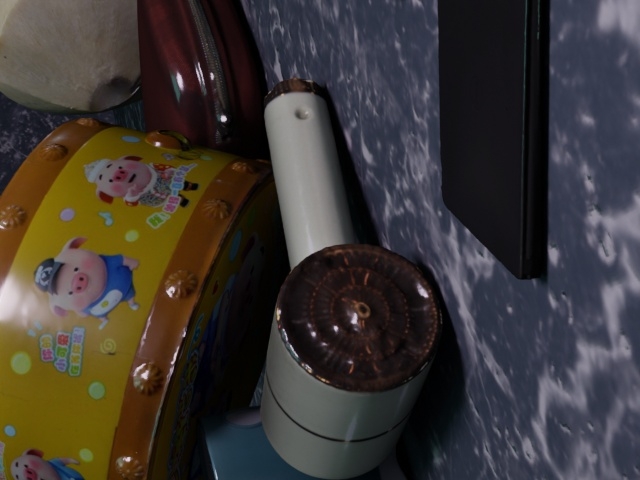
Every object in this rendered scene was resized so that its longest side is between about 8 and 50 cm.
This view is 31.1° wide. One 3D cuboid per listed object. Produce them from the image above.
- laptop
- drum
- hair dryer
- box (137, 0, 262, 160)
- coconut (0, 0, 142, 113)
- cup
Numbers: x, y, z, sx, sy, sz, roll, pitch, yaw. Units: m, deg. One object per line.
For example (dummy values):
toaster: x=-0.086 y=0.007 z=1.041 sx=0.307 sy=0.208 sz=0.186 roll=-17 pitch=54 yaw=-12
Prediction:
laptop: x=0.100 y=-0.088 z=0.690 sx=0.135 sy=0.016 sz=0.197 roll=-125 pitch=28 yaw=-60
drum: x=-0.191 y=0.098 z=1.172 sx=0.431 sy=0.214 sz=0.431 roll=17 pitch=-90 yaw=-82
hair dryer: x=0.000 y=0.000 z=0.979 sx=0.203 sy=0.128 sz=0.362 roll=100 pitch=162 yaw=-59
box: x=-0.151 y=-0.145 z=1.426 sx=0.404 sy=0.108 sz=0.263 roll=101 pitch=153 yaw=-58
coconut: x=-0.334 y=-0.319 z=1.627 sx=0.323 sy=0.323 sz=0.323 roll=168 pitch=90 yaw=-76
cup: x=-0.015 y=0.223 z=1.063 sx=0.299 sy=0.173 sz=0.167 roll=-132 pitch=32 yaw=-69
